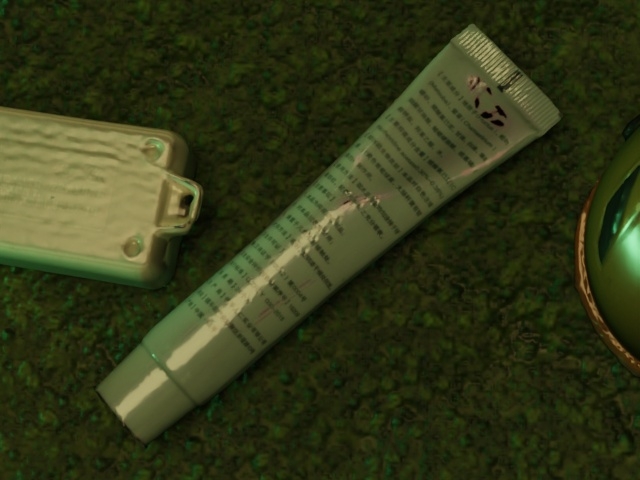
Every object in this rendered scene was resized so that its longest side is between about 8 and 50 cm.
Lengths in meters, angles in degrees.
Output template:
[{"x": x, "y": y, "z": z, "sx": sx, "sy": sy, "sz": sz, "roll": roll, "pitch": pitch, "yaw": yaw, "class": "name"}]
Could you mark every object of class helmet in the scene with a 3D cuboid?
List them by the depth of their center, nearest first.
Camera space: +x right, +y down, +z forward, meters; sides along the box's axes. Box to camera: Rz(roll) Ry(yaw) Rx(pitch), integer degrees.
[{"x": 0.255, "y": -0.014, "z": 1.098, "sx": 0.224, "sy": 0.130, "sz": 0.198, "roll": -32, "pitch": 73, "yaw": 1, "class": "helmet"}]

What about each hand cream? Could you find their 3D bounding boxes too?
[{"x": 0.000, "y": 0.000, "z": 1.163, "sx": 0.331, "sy": 0.058, "sz": 0.085, "roll": -42, "pitch": 75, "yaw": -2, "class": "hand cream"}]

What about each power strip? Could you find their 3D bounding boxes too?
[{"x": -0.236, "y": -0.041, "z": 1.204, "sx": 0.338, "sy": 0.058, "sz": 0.098, "roll": 9, "pitch": 80, "yaw": 9, "class": "power strip"}]
